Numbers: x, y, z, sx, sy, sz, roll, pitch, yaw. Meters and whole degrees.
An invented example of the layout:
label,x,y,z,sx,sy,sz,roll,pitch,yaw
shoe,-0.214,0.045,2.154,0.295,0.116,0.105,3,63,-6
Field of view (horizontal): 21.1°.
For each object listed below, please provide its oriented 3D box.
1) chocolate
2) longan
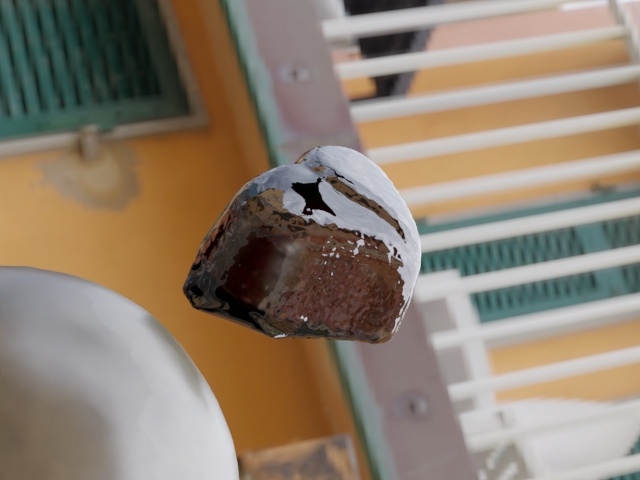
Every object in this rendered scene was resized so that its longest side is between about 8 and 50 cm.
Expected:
label,x,y,z,sx,sy,sz,roll,pitch,yaw
chocolate,0.000,0.000,1.006,0.125,0.149,0.080,36,-56,24
longan,-0.157,0.126,0.842,0.248,0.248,0.248,170,-90,-71
